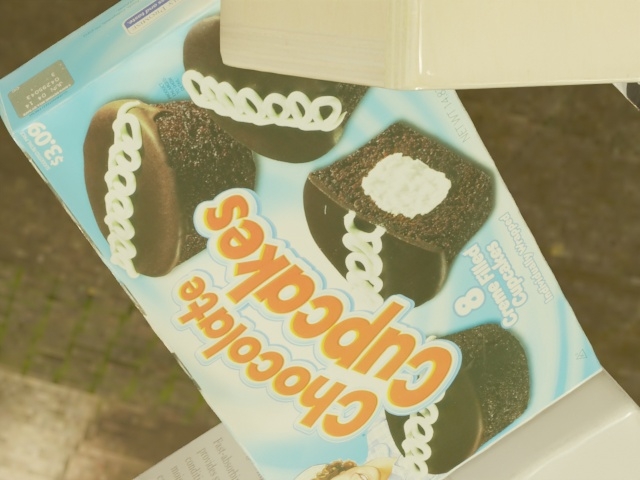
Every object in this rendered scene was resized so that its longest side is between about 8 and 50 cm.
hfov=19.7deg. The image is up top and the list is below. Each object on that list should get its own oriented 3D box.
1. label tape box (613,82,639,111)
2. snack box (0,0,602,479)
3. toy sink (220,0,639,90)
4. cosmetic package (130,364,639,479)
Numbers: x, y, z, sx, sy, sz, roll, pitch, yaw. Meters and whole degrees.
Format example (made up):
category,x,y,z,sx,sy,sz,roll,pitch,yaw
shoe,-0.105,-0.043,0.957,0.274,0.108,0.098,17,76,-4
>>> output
category,x,y,z,sx,sy,sz,roll,pitch,yaw
label tape box,0.333,-0.095,1.042,0.106,0.334,0.241,-10,135,-31
snack box,0.000,0.000,0.928,0.187,0.060,0.322,-34,126,-2
toy sink,0.057,-0.175,0.652,0.152,0.234,0.131,-6,-168,-34
cosmetic package,0.000,0.225,1.220,0.453,0.230,0.161,-33,121,-1
